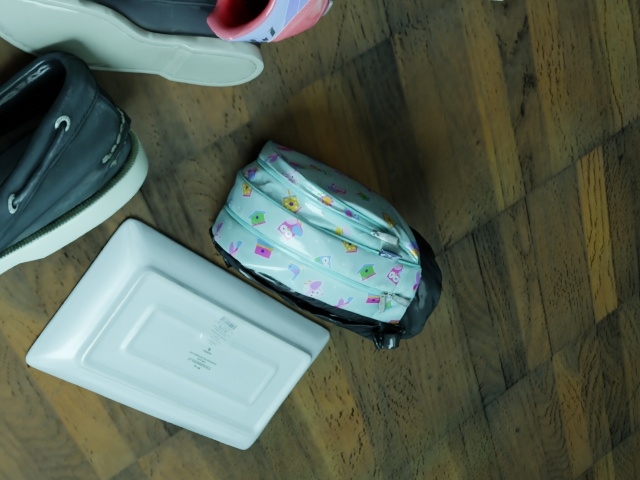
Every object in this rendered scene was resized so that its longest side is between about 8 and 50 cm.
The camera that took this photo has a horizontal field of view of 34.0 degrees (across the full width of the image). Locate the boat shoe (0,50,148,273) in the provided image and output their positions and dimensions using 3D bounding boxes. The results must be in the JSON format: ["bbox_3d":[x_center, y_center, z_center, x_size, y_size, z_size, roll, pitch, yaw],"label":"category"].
[{"bbox_3d":[-0.263,-0.005,0.650,0.340,0.127,0.113,-34,139,-19],"label":"boat shoe"}]

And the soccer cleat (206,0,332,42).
[{"bbox_3d":[-0.023,-0.244,0.668,0.095,0.083,0.248,-31,140,-45],"label":"soccer cleat"}]

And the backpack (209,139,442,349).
[{"bbox_3d":[0.000,0.000,0.860,0.182,0.152,0.115,25,95,-31],"label":"backpack"}]

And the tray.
[{"bbox_3d":[-0.106,0.097,0.905,0.270,0.030,0.145,34,93,-44],"label":"tray"}]

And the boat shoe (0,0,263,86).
[{"bbox_3d":[-0.134,-0.158,0.722,0.206,0.075,0.065,7,69,-34],"label":"boat shoe"}]
